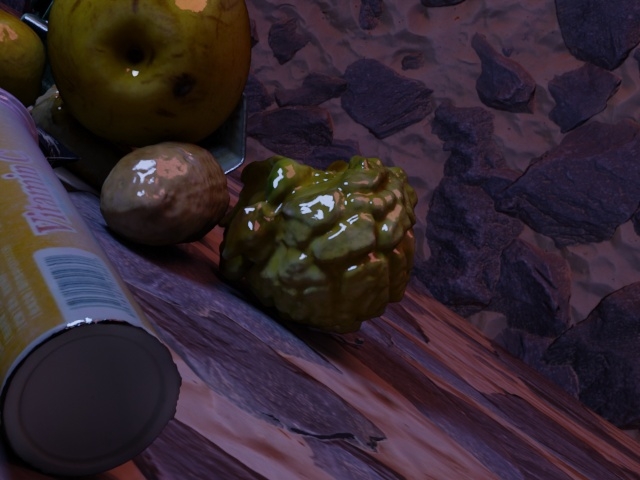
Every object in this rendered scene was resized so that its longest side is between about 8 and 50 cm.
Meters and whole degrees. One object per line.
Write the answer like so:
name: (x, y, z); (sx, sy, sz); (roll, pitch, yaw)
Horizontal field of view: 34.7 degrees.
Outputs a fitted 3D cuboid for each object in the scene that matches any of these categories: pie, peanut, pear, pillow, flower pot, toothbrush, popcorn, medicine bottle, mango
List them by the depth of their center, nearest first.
medicine bottle: (-0.205, 0.000, 0.682); (0.108, 0.108, 0.426); (29, 7, -33)
pillow: (-0.354, -0.115, 1.143); (0.141, 0.055, 0.208); (24, 4, -3)
peanut: (-0.183, -0.054, 1.208); (0.129, 0.129, 0.224); (33, 7, 7)
mango: (-0.461, -0.240, 1.241); (0.261, 0.130, 0.167); (23, 6, -5)
pear: (-0.213, -0.248, 1.289); (0.280, 0.281, 0.281); (32, 5, -3)
popcorn: (0.000, 0.000, 1.295); (0.257, 0.224, 0.270); (9, 8, 28)
toothbrush: (0.019, 0.126, 1.360); (0.011, 0.013, 0.131); (30, 5, 39)
pie: (-0.266, -0.111, 1.460); (0.315, 0.092, 0.315); (35, 10, -7)
flower pot: (-0.252, -0.213, 1.803); (0.209, 0.239, 0.189); (-4, 19, -22)

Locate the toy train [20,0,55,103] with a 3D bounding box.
toy train: (-0.437, -0.346, 1.767); (0.166, 0.238, 0.299); (31, 3, -5)
